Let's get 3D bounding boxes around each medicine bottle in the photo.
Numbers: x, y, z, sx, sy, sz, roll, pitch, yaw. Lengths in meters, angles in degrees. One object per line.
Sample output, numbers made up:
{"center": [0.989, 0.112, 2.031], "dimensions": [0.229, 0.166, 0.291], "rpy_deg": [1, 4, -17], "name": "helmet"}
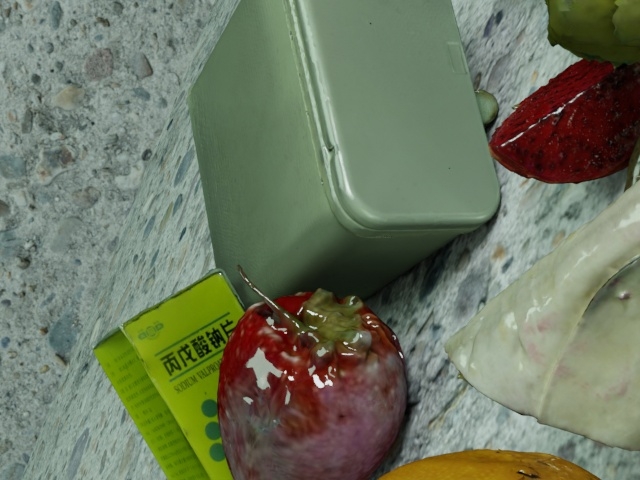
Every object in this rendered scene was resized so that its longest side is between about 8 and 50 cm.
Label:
{"center": [-0.119, 0.174, 1.253], "dimensions": [0.137, 0.250, 0.141], "rpy_deg": [-30, -3, -29], "name": "medicine bottle"}

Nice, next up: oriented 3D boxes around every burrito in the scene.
{"center": [0.220, 0.026, 0.704], "dimensions": [0.299, 0.143, 0.105], "rpy_deg": [-47, 5, 36], "name": "burrito"}

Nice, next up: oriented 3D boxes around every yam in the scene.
{"center": [0.143, -0.120, 1.200], "dimensions": [0.094, 0.043, 0.043], "rpy_deg": [-41, 33, 55], "name": "yam"}

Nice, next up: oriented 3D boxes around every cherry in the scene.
{"center": [-0.017, 0.166, 1.117], "dimensions": [0.175, 0.192, 0.250], "rpy_deg": [-13, -57, -66], "name": "cherry"}

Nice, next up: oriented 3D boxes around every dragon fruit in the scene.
{"center": [0.216, -0.099, 0.935], "dimensions": [0.162, 0.083, 0.106], "rpy_deg": [-38, 15, 7], "name": "dragon fruit"}

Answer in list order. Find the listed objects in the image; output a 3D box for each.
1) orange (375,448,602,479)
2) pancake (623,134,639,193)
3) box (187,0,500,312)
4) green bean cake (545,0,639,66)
{"center": [0.097, 0.237, 0.666], "dimensions": [0.240, 0.240, 0.240], "rpy_deg": [-53, 24, 37], "name": "orange"}
{"center": [0.272, -0.056, 0.806], "dimensions": [0.190, 0.020, 0.184], "rpy_deg": [124, 151, -47], "name": "pancake"}
{"center": [-0.001, -0.113, 1.241], "dimensions": [0.344, 0.177, 0.352], "rpy_deg": [-42, 55, 55], "name": "box"}
{"center": [0.239, -0.254, 0.825], "dimensions": [0.310, 0.202, 0.285], "rpy_deg": [-38, -54, -84], "name": "green bean cake"}
